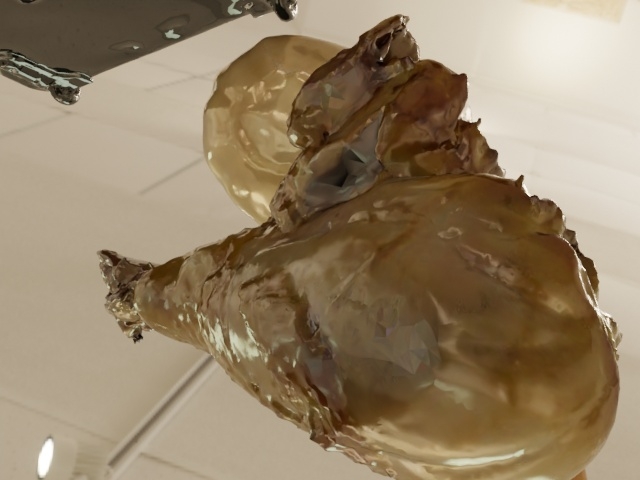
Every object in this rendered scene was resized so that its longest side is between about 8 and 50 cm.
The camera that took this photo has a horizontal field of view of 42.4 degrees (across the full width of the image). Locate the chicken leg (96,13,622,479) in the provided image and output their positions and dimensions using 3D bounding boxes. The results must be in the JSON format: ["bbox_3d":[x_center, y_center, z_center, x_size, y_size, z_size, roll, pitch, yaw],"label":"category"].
[{"bbox_3d":[0.000,0.000,0.552,0.409,0.295,0.182,0,173,39],"label":"chicken leg"}]

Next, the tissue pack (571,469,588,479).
[{"bbox_3d":[0.300,0.351,1.279,0.145,0.275,0.194,-14,-176,-33],"label":"tissue pack"}]

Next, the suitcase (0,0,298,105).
[{"bbox_3d":[-0.230,-0.283,0.748,0.345,0.188,0.339,-13,169,23],"label":"suitcase"}]

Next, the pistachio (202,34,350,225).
[{"bbox_3d":[0.025,-0.078,0.831,0.318,0.193,0.214,30,-172,-41],"label":"pistachio"}]
